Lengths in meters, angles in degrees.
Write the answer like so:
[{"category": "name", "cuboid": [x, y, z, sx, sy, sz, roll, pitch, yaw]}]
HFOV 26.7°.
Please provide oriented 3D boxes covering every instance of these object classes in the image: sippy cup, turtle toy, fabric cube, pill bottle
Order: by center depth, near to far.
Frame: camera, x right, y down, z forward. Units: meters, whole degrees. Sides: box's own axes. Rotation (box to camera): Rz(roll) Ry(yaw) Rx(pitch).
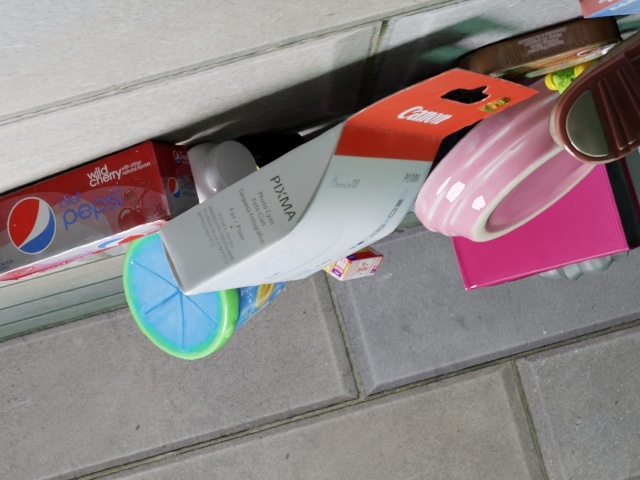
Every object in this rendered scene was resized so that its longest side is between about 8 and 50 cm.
[{"category": "pill bottle", "cuboid": [-0.148, -0.066, 1.596, 0.152, 0.086, 0.086, -21, 173, 42]}, {"category": "turtle toy", "cuboid": [0.339, -0.204, 1.617, 0.130, 0.066, 0.095, -38, -170, -17]}, {"category": "fabric cube", "cuboid": [0.348, -0.076, 2.131, 0.258, 0.254, 0.259, -18, 176, 20]}, {"category": "sippy cup", "cuboid": [-0.178, 0.056, 2.296, 0.305, 0.240, 0.224, 11, -156, 35]}]

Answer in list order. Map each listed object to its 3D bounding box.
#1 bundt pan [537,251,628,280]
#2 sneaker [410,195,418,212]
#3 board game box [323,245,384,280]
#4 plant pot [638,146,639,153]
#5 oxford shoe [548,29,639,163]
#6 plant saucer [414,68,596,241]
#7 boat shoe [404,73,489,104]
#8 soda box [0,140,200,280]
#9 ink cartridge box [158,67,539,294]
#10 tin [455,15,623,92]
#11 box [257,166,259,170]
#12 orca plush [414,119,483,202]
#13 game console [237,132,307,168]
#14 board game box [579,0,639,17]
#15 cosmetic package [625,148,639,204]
[{"category": "bundt pan", "cuboid": [0.486, -0.049, 2.565, 0.331, 0.124, 0.331, -20, -143, 16]}, {"category": "sneaker", "cuboid": [0.196, -0.080, 2.249, 0.092, 0.087, 0.229, -54, -161, 12]}, {"category": "board game box", "cuboid": [0.000, 0.000, 2.403, 0.045, 0.193, 0.147, -62, 160, 15]}, {"category": "plant pot", "cuboid": [0.533, -0.165, 1.776, 0.271, 0.272, 0.255, -16, -169, -1]}, {"category": "oxford shoe", "cuboid": [0.398, -0.209, 1.480, 0.348, 0.123, 0.130, -28, -169, 1]}, {"category": "plant saucer", "cuboid": [0.284, -0.107, 1.837, 0.332, 0.084, 0.332, -33, 162, -12]}, {"category": "boat shoe", "cuboid": [0.171, -0.174, 1.586, 0.152, 0.049, 0.056, -15, 175, -16]}, {"category": "soda box", "cuboid": [-0.272, -0.031, 1.544, 0.263, 0.092, 0.083, -18, 173, 21]}, {"category": "ink cartridge box", "cuboid": [0.053, -0.060, 1.519, 0.385, 0.091, 0.308, -26, 170, 23]}, {"category": "tin", "cuboid": [0.244, -0.209, 1.509, 0.189, 0.040, 0.106, -16, 180, 0]}, {"category": "box", "cuboid": [-0.029, -0.085, 1.783, 0.232, 0.058, 0.087, -12, 173, 36]}, {"category": "orca plush", "cuboid": [0.102, -0.129, 1.924, 0.287, 0.102, 0.151, -9, -134, 39]}, {"category": "game console", "cuboid": [-0.068, -0.093, 1.659, 0.122, 0.107, 0.071, -10, 145, -54]}, {"category": "board game box", "cuboid": [0.395, -0.274, 1.270, 0.145, 0.027, 0.281, -14, 175, -42]}, {"category": "cosmetic package", "cuboid": [0.465, -0.095, 2.340, 0.453, 0.230, 0.161, -18, 165, 15]}]
